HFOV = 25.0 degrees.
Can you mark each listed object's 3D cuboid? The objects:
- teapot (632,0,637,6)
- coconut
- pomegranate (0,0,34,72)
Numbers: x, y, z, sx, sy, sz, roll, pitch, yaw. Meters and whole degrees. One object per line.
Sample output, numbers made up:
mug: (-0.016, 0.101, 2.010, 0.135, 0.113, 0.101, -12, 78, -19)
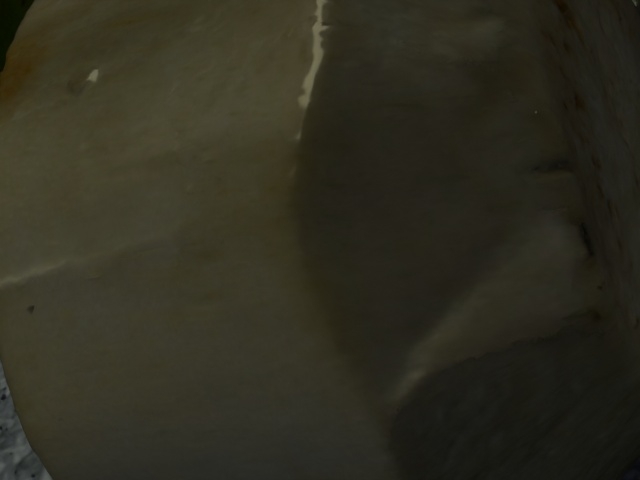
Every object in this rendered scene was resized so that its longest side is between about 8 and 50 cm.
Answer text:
teapot: (0.154, -0.162, 0.892, 0.149, 0.111, 0.108, -22, 19, 29)
coconut: (0.000, 0.000, 0.630, 0.323, 0.323, 0.323, -24, 32, 16)
pomegranate: (-0.088, -0.145, 1.005, 0.236, 0.236, 0.302, -11, 14, 33)
